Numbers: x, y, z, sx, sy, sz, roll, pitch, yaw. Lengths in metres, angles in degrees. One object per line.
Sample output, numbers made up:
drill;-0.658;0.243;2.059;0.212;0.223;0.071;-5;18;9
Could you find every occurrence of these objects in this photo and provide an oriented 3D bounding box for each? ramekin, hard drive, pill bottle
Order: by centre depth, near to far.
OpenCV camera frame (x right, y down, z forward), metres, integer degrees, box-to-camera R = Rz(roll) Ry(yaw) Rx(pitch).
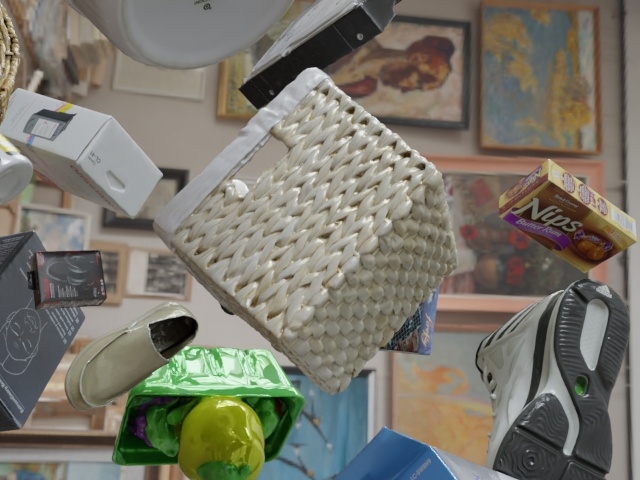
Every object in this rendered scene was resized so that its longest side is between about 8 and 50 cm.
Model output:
ramekin;-0.131;-0.292;0.761;0.127;0.273;0.273;56;-24;21
hard drive;0.020;-0.367;1.280;0.339;0.064;0.237;-19;-149;51
pill bottle;-0.650;-0.170;1.412;0.119;0.208;0.119;-45;169;-11

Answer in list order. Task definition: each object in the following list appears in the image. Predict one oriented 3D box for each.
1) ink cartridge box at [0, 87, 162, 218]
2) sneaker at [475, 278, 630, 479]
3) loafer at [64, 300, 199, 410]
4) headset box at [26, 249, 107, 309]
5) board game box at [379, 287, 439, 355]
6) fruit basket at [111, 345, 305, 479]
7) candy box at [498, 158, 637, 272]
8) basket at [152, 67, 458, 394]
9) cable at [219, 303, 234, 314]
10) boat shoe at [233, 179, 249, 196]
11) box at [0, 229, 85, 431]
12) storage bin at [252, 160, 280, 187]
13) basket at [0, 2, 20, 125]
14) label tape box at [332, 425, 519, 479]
ink cartridge box;-0.528;-0.188;1.633;0.131;0.306;0.226;-61;149;-18
sneaker;0.339;0.290;1.233;0.447;0.169;0.257;-64;-173;-20
loafer;-0.315;0.189;1.294;0.092;0.268;0.102;-8;-64;47
headset box;-0.295;0.045;0.874;0.032;0.083;0.062;-36;-119;50
board game box;0.151;0.093;1.458;0.165;0.042;0.243;-2;-106;45
fruit basket;-0.217;0.391;1.530;0.392;0.392;0.283;-96;-156;-50
candy box;0.385;-0.035;1.180;0.109;0.187;0.053;-42;-156;44
basket;0.000;0.000;1.099;0.328;0.266;0.331;-46;152;-9
cable;-0.214;0.075;1.807;0.287;0.140;0.072;59;28;-27
boat shoe;-0.221;-0.075;1.971;0.063;0.066;0.184;-51;-141;43
box;-0.777;0.214;1.789;0.395;0.212;0.293;-78;153;-56
storage bin;0.022;-0.059;1.641;0.262;0.260;0.123;60;30;-28
basket;-0.611;-0.264;1.200;0.223;0.214;0.299;-48;-128;39
label tape box;0.140;0.380;0.897;0.240;0.334;0.106;-52;-149;20
